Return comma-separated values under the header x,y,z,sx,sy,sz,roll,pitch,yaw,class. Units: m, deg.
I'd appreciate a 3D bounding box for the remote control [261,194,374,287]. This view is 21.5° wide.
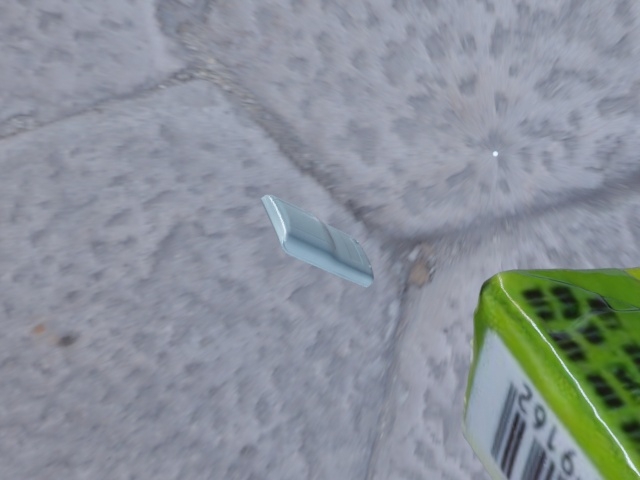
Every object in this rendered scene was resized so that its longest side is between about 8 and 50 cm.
x,y,z,sx,sy,sz,roll,pitch,yaw,class
0.000,0.000,1.687,0.029,0.162,0.061,-38,56,22,remote control

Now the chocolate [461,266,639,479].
x,y,z,sx,sy,sz,roll,pitch,yaw,class
0.268,0.152,1.057,0.288,0.301,0.137,-4,134,-31,chocolate
